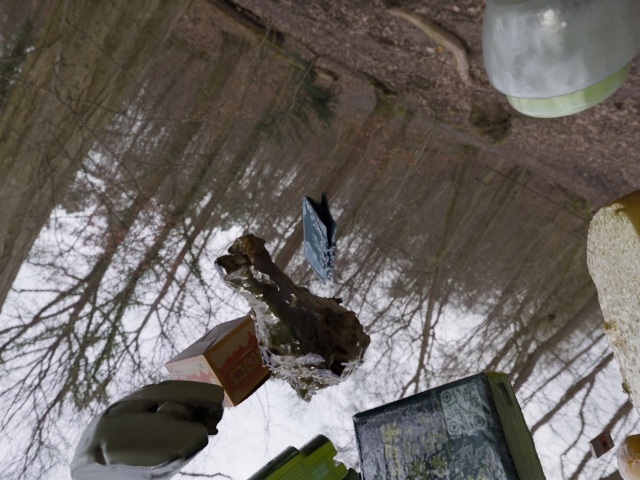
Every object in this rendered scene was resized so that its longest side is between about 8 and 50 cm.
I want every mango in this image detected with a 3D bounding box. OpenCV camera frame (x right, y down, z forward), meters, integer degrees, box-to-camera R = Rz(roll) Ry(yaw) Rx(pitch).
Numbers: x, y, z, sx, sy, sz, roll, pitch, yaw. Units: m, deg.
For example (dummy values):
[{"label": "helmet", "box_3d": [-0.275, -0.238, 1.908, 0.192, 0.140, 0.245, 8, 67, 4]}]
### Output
[{"label": "mango", "box_3d": [0.665, 0.466, 0.792, 0.109, 0.147, 0.227, -38, -82, -27]}]

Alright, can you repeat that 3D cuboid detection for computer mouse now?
[{"label": "computer mouse", "box_3d": [-0.385, 0.403, 0.871, 0.146, 0.428, 0.228, 57, -154, -15]}]

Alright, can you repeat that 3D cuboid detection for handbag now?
[{"label": "handbag", "box_3d": [0.000, 0.000, 1.073, 0.057, 0.221, 0.144, -12, -132, -16]}]

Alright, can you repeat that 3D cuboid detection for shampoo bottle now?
[{"label": "shampoo bottle", "box_3d": [0.527, -0.465, 0.919, 0.317, 0.322, 0.322, 52, -171, -42]}]

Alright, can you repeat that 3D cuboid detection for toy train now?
[{"label": "toy train", "box_3d": [-0.087, 0.787, 1.243, 0.442, 0.179, 0.272, -28, -98, -26]}]

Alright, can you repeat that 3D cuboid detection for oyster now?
[{"label": "oyster", "box_3d": [-0.046, 0.129, 0.753, 0.197, 0.133, 0.337, -38, -86, -23]}]

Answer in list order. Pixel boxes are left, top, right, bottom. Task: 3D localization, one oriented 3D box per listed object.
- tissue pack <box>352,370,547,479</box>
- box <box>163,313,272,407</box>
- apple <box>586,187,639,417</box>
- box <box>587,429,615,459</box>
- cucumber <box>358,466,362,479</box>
[{"label": "tissue pack", "box_3d": [0.162, 0.307, 0.573, 0.081, 0.257, 0.186, 16, -129, -36]}, {"label": "box", "box_3d": [-0.329, 0.421, 1.435, 0.259, 0.283, 0.214, -38, -81, -47]}, {"label": "apple", "box_3d": [0.455, 0.080, 0.463, 0.252, 0.314, 0.309, 5, -112, -29]}, {"label": "box", "box_3d": [0.765, 0.555, 1.132, 0.083, 0.012, 0.046, -15, -99, -24]}, {"label": "cucumber", "box_3d": [0.175, 0.646, 1.047, 0.145, 0.326, 0.105, 7, -139, 17]}]
